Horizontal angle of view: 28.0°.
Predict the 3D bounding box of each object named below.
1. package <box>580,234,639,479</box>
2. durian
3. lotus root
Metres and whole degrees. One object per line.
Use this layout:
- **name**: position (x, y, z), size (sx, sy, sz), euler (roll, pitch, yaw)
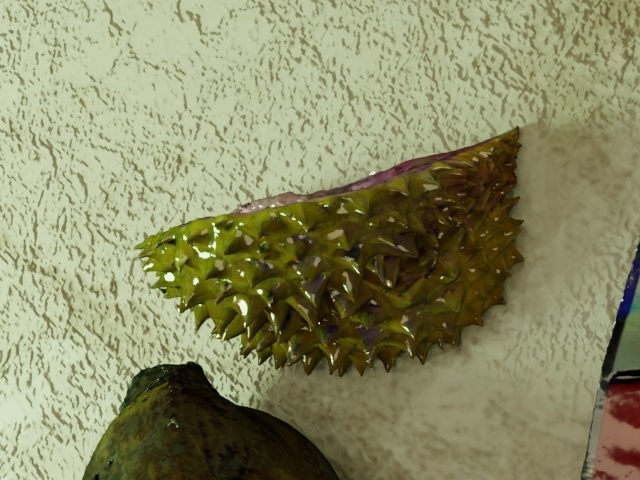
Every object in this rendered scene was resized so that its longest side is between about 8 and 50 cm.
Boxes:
- **package**: position (0.277, 0.052, 0.811), size (0.194, 0.071, 0.270), euler (7, 95, 25)
- **durian**: position (-0.002, 0.011, 0.884), size (0.260, 0.186, 0.154), euler (-22, 65, 30)
- **lotus root**: position (-0.046, 0.240, 0.809), size (0.179, 0.196, 0.397), euler (-32, 50, 5)
